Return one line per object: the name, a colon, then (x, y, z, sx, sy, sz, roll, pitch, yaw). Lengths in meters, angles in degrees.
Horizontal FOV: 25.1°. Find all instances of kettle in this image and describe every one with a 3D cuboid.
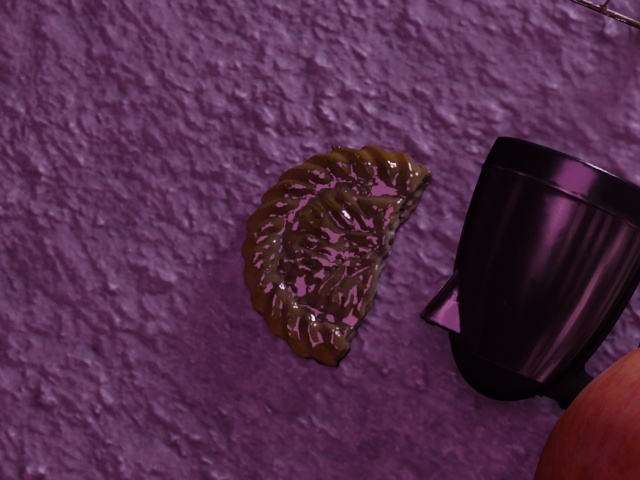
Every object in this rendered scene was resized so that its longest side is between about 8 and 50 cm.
kettle: (0.248, 0.053, 1.590, 0.207, 0.251, 0.271, 23, 89, 46)

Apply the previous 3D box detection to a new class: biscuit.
biscuit: (0.000, 0.000, 1.708, 0.187, 0.036, 0.273, 20, 80, 15)

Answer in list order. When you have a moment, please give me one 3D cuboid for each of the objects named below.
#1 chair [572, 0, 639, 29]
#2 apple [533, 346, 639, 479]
chair: (0.429, -0.298, 1.647, 0.326, 0.170, 0.159, 22, 74, -17)
apple: (0.408, 0.247, 1.406, 0.364, 0.364, 0.364, -3, 76, 10)
